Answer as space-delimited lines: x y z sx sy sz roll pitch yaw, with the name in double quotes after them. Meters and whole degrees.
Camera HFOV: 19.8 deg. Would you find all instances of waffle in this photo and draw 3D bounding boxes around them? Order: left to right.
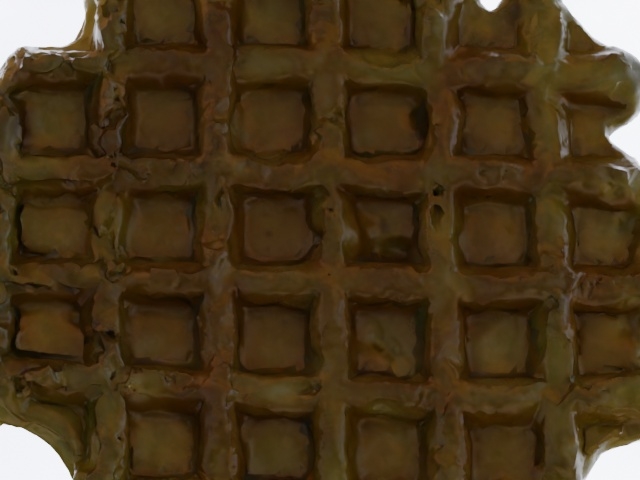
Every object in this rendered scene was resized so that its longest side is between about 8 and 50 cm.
0.000 0.000 0.602 0.243 0.059 0.238 -42 -100 -8 "waffle"
